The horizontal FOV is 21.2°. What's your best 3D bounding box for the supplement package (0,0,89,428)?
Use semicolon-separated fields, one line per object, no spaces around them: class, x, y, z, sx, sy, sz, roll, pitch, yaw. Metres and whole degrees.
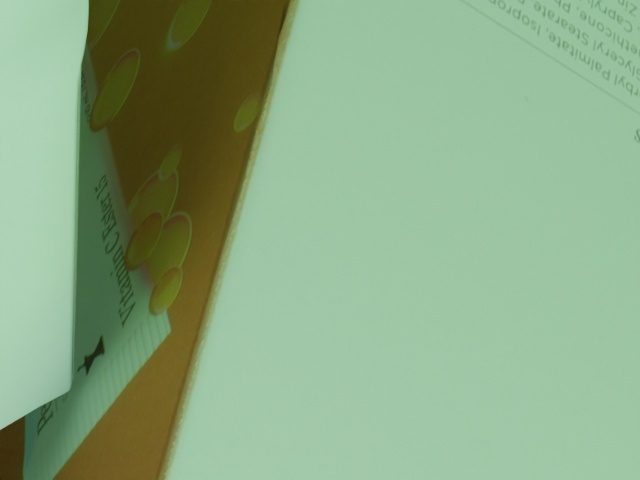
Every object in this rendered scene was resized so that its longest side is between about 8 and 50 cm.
supplement package;-0.206;-0.065;0.340;0.198;0.262;0.199;-29;138;-42

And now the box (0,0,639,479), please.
box;0.000;0.000;0.517;0.168;0.215;0.345;28;59;-26
